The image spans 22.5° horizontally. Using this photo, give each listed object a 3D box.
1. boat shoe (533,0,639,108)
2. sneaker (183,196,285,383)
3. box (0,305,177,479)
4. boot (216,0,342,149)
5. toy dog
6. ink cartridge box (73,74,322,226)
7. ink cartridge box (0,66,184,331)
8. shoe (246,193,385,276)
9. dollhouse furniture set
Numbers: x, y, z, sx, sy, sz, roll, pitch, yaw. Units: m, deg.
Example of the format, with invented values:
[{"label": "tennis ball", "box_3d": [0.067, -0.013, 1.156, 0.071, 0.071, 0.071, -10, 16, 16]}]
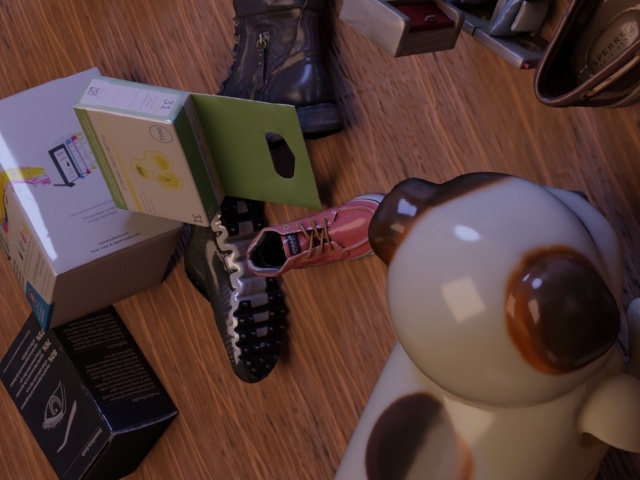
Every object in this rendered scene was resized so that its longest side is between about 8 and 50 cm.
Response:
[{"label": "boat shoe", "box_3d": [0.287, -0.235, 1.330, 0.123, 0.123, 0.342, 55, 133, 20]}, {"label": "sneaker", "box_3d": [-0.104, 0.047, 1.842, 0.106, 0.078, 0.234, -10, 90, 49]}, {"label": "box", "box_3d": [-0.300, 0.193, 2.053, 0.207, 0.108, 0.153, 56, 133, 19]}, {"label": "boot", "box_3d": [-0.072, -0.214, 1.744, 0.263, 0.091, 0.229, -8, 89, 42]}, {"label": "toy dog", "box_3d": [0.134, 0.124, 1.404, 0.284, 0.395, 0.408, 42, 136, 41]}, {"label": "ink cartridge box", "box_3d": [-0.128, -0.086, 1.709, 0.235, 0.056, 0.171, 12, 145, 22]}, {"label": "ink cartridge box", "box_3d": [-0.298, -0.049, 1.912, 0.233, 0.168, 0.171, 60, 156, 16]}, {"label": "shoe", "box_3d": [0.000, 0.000, 1.715, 0.178, 0.081, 0.063, -20, 86, 46]}, {"label": "dollhouse furniture set", "box_3d": [0.140, -0.232, 1.437, 0.129, 0.183, 0.129, 39, 126, 32]}]
